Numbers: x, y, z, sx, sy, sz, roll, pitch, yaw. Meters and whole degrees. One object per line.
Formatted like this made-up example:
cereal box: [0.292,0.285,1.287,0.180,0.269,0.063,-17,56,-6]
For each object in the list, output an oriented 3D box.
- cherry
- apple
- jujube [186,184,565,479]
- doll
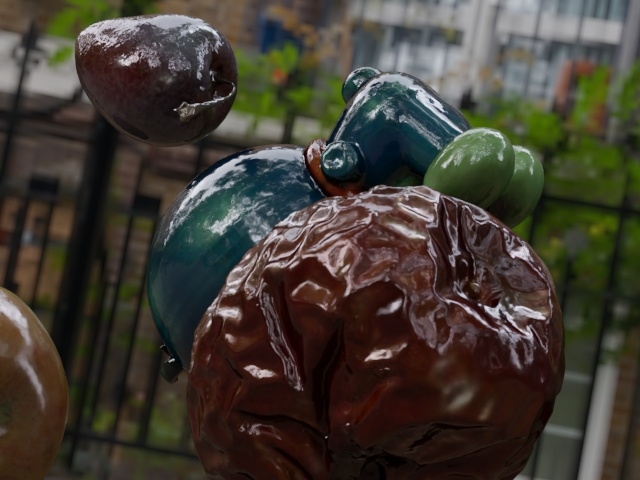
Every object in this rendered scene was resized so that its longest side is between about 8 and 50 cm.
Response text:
cherry: [-0.147,-0.132,1.633,0.148,0.115,0.188,44,27,6]
apple: [-0.364,0.163,1.894,0.261,0.260,0.194,11,9,-8]
jujube: [0.029,0.076,1.203,0.213,0.213,0.232,15,-46,-35]
doll: [0.000,0.000,1.470,0.186,0.322,0.198,52,9,21]
